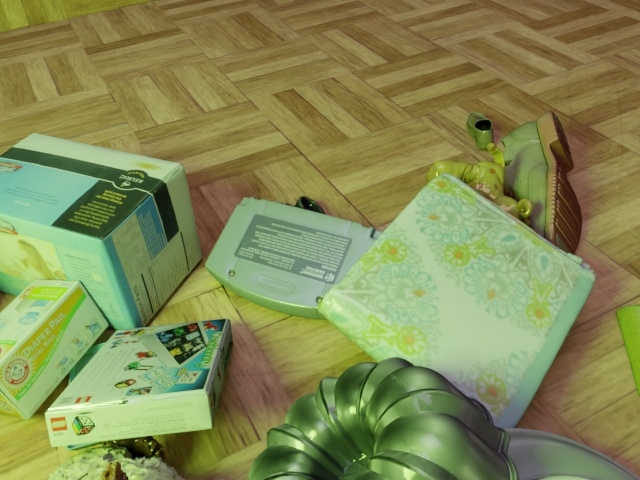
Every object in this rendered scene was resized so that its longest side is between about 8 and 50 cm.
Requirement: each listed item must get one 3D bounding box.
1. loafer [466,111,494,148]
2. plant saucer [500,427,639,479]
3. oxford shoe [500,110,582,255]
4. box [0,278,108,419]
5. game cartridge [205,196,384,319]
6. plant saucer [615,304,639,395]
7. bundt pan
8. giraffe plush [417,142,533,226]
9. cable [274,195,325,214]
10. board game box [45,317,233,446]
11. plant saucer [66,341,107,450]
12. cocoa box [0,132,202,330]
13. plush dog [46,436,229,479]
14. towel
[{"bbox_3d":[0.398,-0.280,1.476,0.056,0.050,0.148,-5,40,-2],"label":"loafer"},{"bbox_3d":[0.268,0.366,0.625,0.400,0.100,0.400,5,45,-5],"label":"plant saucer"},{"bbox_3d":[0.439,-0.099,1.231,0.146,0.140,0.397,-19,36,32],"label":"oxford shoe"},{"bbox_3d":[-0.457,0.166,0.949,0.114,0.103,0.203,0,38,28],"label":"box"},{"bbox_3d":[-0.050,0.034,1.090,0.294,0.060,0.196,15,59,19],"label":"game cartridge"},{"bbox_3d":[0.583,0.168,0.937,0.188,0.045,0.188,4,41,8],"label":"plant saucer"},{"bbox_3d":[0.043,0.264,0.676,0.331,0.124,0.331,-31,23,15],"label":"bundt pan"},{"bbox_3d":[0.310,-0.059,1.141,0.210,0.181,0.170,-25,54,1],"label":"giraffe plush"},{"bbox_3d":[0.000,0.000,1.192,0.287,0.072,0.139,37,37,23],"label":"cable"},{"bbox_3d":[-0.235,0.187,0.857,0.193,0.053,0.305,-6,10,-2],"label":"board game box"},{"bbox_3d":[-0.358,0.241,0.939,0.067,0.018,0.192,-13,40,-11],"label":"plant saucer"},{"bbox_3d":[-0.431,-0.020,1.086,0.347,0.231,0.228,13,43,19],"label":"cocoa box"},{"bbox_3d":[-0.252,0.321,0.696,0.225,0.211,0.262,1,31,42],"label":"plush dog"},{"bbox_3d":[0.226,0.085,0.941,0.320,0.090,0.374,36,56,14],"label":"towel"}]
